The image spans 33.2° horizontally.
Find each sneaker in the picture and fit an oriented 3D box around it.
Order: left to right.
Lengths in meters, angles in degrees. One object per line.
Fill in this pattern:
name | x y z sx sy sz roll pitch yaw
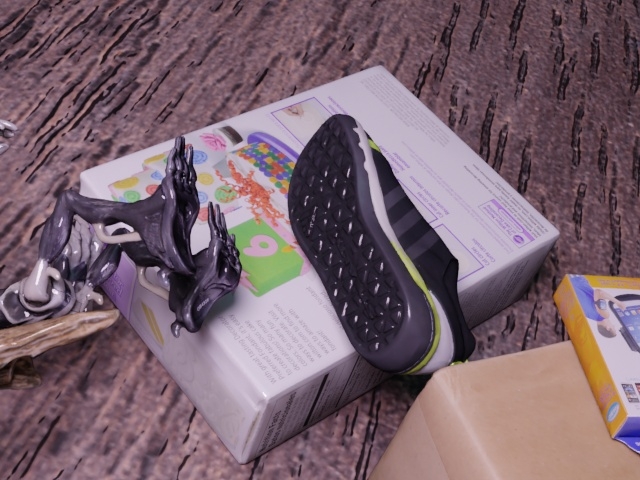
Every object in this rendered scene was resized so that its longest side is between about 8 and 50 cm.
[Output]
sneaker | 0.048 0.010 0.794 0.097 0.084 0.234 17 43 -39

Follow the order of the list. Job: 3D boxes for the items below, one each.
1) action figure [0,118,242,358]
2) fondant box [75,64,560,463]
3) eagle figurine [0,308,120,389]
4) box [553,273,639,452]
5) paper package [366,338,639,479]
action figure | -0.197 0.007 0.721 0.276 0.164 0.140 -8 58 16
fondant box | 0.000 0.000 0.887 0.330 0.096 0.238 -25 61 -36
eagle figurine | -0.216 0.203 0.593 0.226 0.225 0.298 -15 81 19
box | 0.212 0.080 0.699 0.081 0.028 0.136 3 42 -17
paper package | 0.231 0.225 0.696 0.310 0.168 0.324 -8 49 -26
